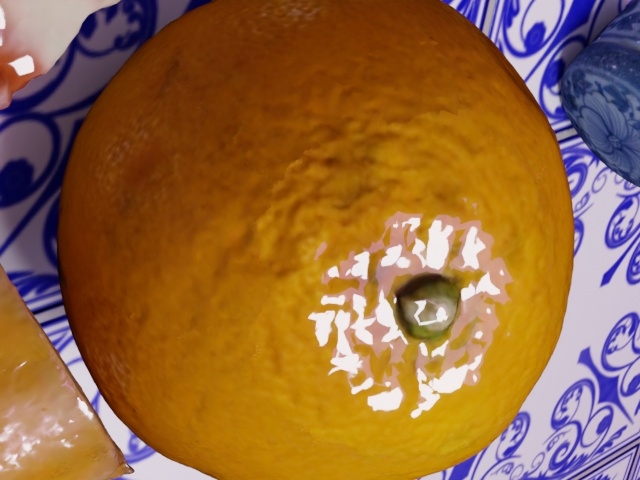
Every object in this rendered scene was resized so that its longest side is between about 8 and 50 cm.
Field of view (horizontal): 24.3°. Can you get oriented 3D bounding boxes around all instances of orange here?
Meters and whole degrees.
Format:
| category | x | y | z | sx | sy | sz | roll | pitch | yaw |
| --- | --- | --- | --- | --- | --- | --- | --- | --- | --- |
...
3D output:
| category | x | y | z | sx | sy | sz | roll | pitch | yaw |
| --- | --- | --- | --- | --- | --- | --- | --- | --- | --- |
| orange | 0.000 | 0.000 | 0.872 | 0.312 | 0.312 | 0.312 | -30 | 138 | -32 |

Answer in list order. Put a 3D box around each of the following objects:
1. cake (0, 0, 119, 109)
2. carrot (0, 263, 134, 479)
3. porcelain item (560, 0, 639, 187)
| category | x | y | z | sx | sy | sz | roll | pitch | yaw |
| --- | --- | --- | --- | --- | --- | --- | --- | --- | --- |
| cake | -0.164 | -0.235 | 0.510 | 0.319 | 0.270 | 0.269 | -46 | 144 | -15 |
| carrot | -0.253 | 0.112 | 0.788 | 0.254 | 0.196 | 0.196 | -33 | 140 | -15 |
| porcelain item | 0.283 | -0.120 | 1.250 | 0.114 | 0.147 | 0.147 | -45 | 144 | -15 |
